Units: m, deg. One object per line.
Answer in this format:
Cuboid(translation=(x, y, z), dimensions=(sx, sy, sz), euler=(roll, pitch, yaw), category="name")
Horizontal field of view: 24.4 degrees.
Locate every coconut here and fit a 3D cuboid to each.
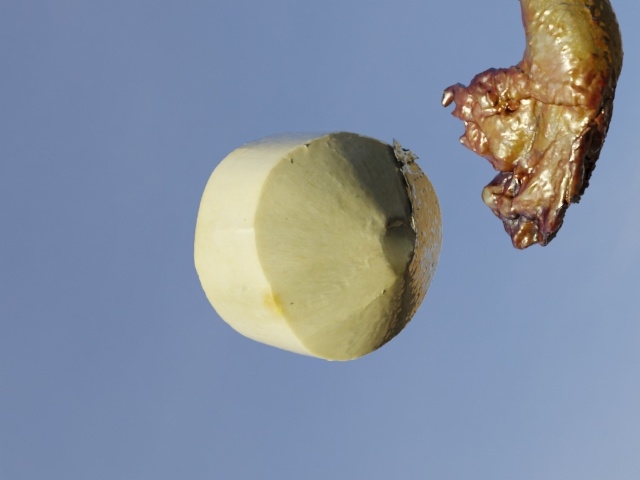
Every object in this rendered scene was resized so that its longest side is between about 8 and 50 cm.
Cuboid(translation=(0.000, 0.000, 1.886), dimensions=(0.323, 0.323, 0.323), euler=(-30, -47, -37), category="coconut")

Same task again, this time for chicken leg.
Cuboid(translation=(0.184, -0.147, 1.285), dimensions=(0.083, 0.177, 0.322), euler=(-22, -51, -41), category="chicken leg")
